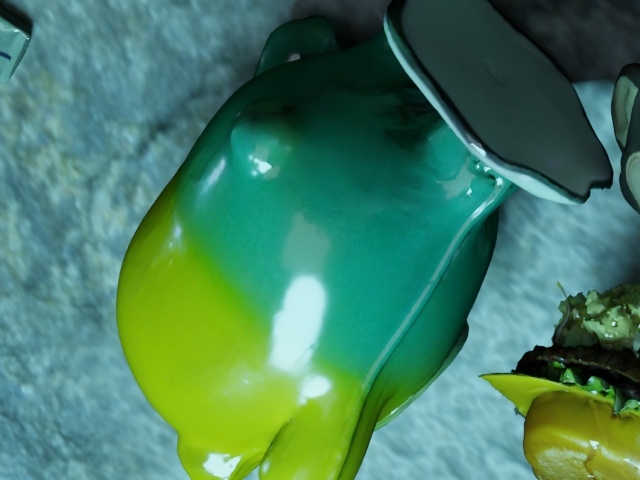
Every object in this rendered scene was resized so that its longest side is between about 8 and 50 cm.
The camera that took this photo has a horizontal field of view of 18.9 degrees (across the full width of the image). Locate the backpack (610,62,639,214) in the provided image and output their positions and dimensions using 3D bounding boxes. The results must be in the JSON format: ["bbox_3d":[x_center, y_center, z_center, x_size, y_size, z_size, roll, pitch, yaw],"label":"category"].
[{"bbox_3d":[0.283,-0.063,1.104,0.229,0.139,0.229,21,119,44],"label":"backpack"}]

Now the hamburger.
[{"bbox_3d":[0.235,0.128,1.187,0.243,0.138,0.261,23,157,41],"label":"hamburger"}]

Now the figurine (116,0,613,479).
[{"bbox_3d":[0.000,0.000,1.236,0.340,0.231,0.323,-46,46,27],"label":"figurine"}]

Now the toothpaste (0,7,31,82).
[{"bbox_3d":[-0.316,-0.206,1.461,0.233,0.038,0.060,39,130,7],"label":"toothpaste"}]
